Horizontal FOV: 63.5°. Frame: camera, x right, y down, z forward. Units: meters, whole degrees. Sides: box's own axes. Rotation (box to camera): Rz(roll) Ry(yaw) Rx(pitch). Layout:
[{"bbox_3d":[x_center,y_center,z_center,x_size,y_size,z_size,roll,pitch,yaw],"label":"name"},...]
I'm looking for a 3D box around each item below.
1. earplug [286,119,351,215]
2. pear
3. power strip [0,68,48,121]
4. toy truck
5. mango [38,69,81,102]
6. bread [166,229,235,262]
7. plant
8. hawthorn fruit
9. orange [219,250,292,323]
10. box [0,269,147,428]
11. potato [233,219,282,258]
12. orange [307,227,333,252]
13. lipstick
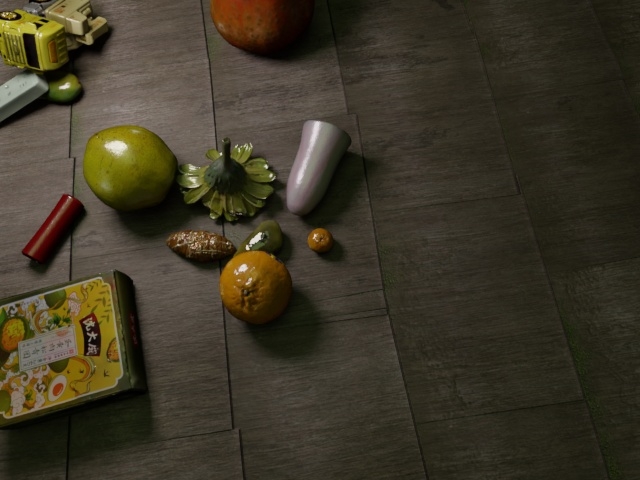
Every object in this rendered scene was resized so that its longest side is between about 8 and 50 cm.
[{"bbox_3d":[-0.026,-0.220,1.698,0.172,0.172,0.302,18,78,9],"label":"earplug"},{"bbox_3d":[-0.615,-0.235,1.666,0.294,0.294,0.295,-1,69,2],"label":"pear"},{"bbox_3d":[-1.156,-0.486,1.857,0.385,0.062,0.091,-30,70,6],"label":"power strip"},{"bbox_3d":[-0.958,-0.756,1.862,0.253,0.181,0.405,13,41,1],"label":"toy truck"},{"bbox_3d":[-0.975,-0.571,1.904,0.190,0.085,0.122,12,78,7],"label":"mango"},{"bbox_3d":[-0.393,0.015,1.664,0.232,0.076,0.105,7,68,7],"label":"bread"},{"bbox_3d":[-0.290,-0.190,1.679,0.305,0.297,0.262,-23,101,-22],"label":"plant"},{"bbox_3d":[-0.216,-0.883,1.828,0.402,0.403,0.403,-1,69,2],"label":"hawthorn fruit"},{"bbox_3d":[-0.192,0.139,1.538,0.219,0.193,0.220,-4,107,-12],"label":"orange"},{"bbox_3d":[-0.757,0.321,1.535,0.419,0.138,0.373,-15,70,-2],"label":"box"},{"bbox_3d":[-0.197,0.017,1.649,0.188,0.085,0.105,-40,71,-7],"label":"potato"},{"bbox_3d":[0.000,0.000,1.651,0.083,0.070,0.083,0,73,0],"label":"orange"},{"bbox_3d":[-0.879,-0.040,1.705,0.080,0.080,0.241,25,73,12],"label":"lipstick"}]
